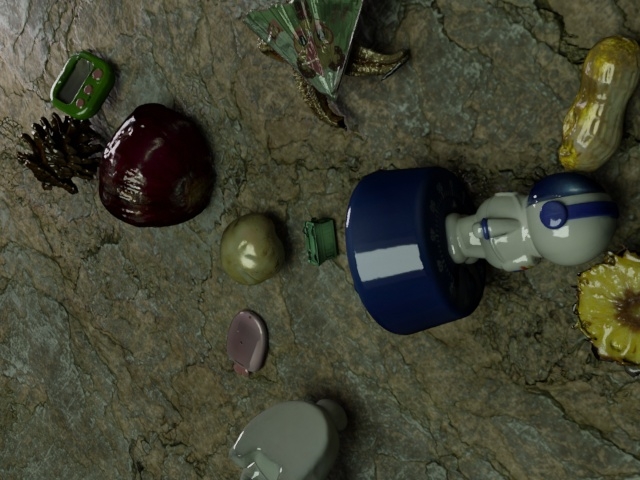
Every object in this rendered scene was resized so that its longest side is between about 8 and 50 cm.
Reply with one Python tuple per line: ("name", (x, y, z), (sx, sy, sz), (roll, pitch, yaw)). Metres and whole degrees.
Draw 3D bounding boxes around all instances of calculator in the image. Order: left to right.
("calculator", (-0.159, 0.224, 1.928), (0.103, 0.024, 0.166), (29, 122, 26))

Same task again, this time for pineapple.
("pineapple", (0.478, 0.099, 1.339), (0.224, 0.076, 0.225), (13, 114, 30))

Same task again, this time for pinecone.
("pinecone", (-0.571, -0.198, 1.997), (0.179, 0.150, 0.195), (33, 125, -32))

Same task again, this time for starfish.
("starfish", (0.010, -0.359, 1.513), (0.303, 0.113, 0.312), (40, 137, 23))

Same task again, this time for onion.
("onion", (-0.340, -0.151, 1.811), (0.216, 0.207, 0.206), (28, 126, 20))

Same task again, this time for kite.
("kite", (-0.023, -0.349, 1.462), (0.322, 0.013, 0.268), (1, 116, 48))

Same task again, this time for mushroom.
("mushroom", (-0.135, 0.018, 1.770), (0.148, 0.112, 0.148), (13, 112, 34))

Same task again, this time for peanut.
("peanut", (0.399, -0.190, 1.283), (0.087, 0.087, 0.207), (28, 121, 27))

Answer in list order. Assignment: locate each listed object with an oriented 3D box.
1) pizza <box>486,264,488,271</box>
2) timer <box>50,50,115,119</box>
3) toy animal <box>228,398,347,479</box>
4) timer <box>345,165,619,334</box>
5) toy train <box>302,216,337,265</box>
("pizza", (0.264, 0.058, 1.534), (0.037, 0.016, 0.083), (30, 120, 27))
("timer", (-0.509, -0.332, 1.937), (0.128, 0.047, 0.140), (30, 88, 26))
("toy animal", (-0.033, 0.489, 1.828), (0.196, 0.241, 0.368), (28, 137, 36))
("timer", (0.260, -0.011, 1.376), (0.383, 0.270, 0.271), (-12, 100, 31))
("toy train", (0.000, 0.000, 1.692), (0.038, 0.056, 0.093), (15, 117, 52))
